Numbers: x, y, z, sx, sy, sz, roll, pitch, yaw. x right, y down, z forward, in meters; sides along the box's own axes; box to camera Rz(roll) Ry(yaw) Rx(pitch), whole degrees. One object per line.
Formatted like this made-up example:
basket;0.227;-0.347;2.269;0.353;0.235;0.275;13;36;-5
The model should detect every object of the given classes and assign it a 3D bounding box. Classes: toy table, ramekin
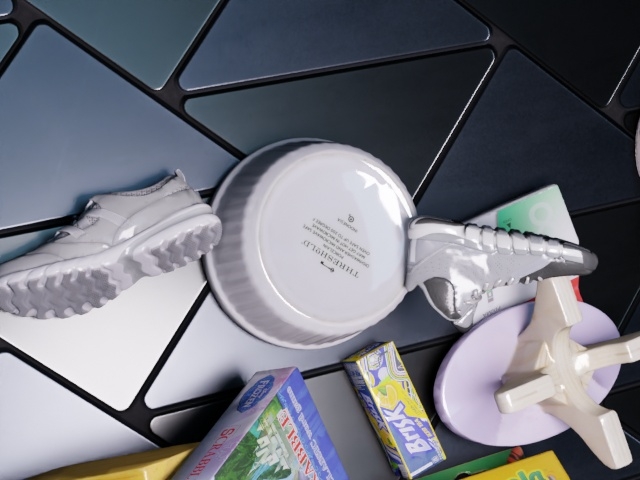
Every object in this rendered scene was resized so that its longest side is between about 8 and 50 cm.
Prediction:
toy table;0.297;0.166;1.771;0.274;0.161;0.252;-32;95;-21
ramekin;0.000;0.000;1.728;0.272;0.127;0.273;2;85;-21

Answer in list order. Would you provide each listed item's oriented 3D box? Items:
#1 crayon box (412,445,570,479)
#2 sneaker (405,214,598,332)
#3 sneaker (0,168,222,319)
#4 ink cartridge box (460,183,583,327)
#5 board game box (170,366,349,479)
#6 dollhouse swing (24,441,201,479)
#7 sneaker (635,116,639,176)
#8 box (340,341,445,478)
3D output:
crayon box;0.245;0.390;1.729;0.202;0.081;0.319;-14;53;-22
sneaker;0.210;0.050;1.682;0.228;0.086;0.132;10;95;7
sneaker;-0.263;0.004;1.664;0.281;0.105;0.115;-20;60;-17
ink cartridge box;0.270;0.061;1.866;0.181;0.056;0.225;-24;93;-20
board game box;-0.054;0.359;1.577;0.318;0.065;0.319;-51;122;-52
dollhouse swing;-0.177;0.413;1.671;0.315;0.305;0.347;-13;92;21
sneaker;0.523;-0.056;1.931;0.108;0.121;0.302;-13;91;-21
box;0.093;0.215;1.788;0.059;0.054;0.169;-27;96;-20
